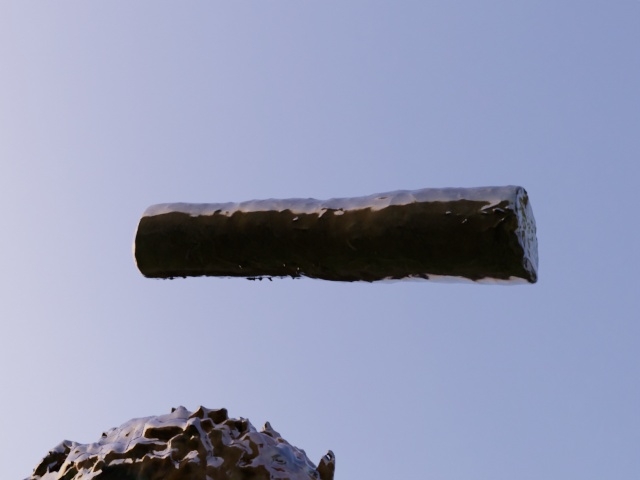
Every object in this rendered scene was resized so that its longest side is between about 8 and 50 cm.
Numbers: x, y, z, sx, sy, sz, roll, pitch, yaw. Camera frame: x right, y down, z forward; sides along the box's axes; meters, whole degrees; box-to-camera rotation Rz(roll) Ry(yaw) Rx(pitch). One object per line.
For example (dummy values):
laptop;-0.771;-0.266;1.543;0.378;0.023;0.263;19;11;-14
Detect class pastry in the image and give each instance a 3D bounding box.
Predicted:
pastry;-0.141;0.333;1.046;0.405;0.292;0.338;19;-97;30

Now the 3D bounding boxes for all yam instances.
yam;0.000;0.000;0.703;0.299;0.066;0.066;-2;-71;26
